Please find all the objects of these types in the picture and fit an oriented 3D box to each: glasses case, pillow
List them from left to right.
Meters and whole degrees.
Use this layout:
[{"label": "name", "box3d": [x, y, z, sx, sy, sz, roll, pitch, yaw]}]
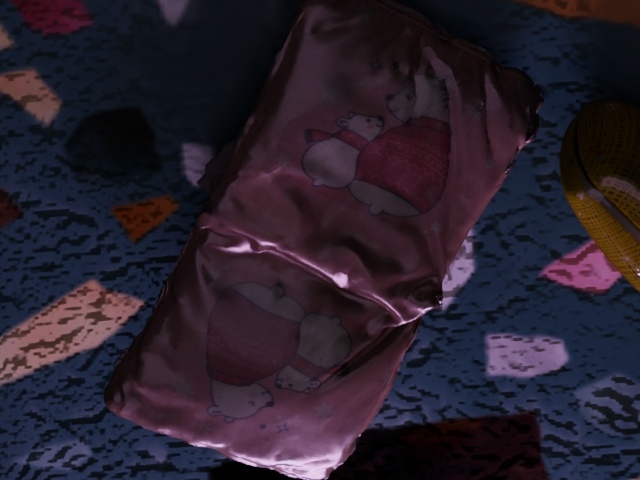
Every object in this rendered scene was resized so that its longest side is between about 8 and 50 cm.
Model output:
[{"label": "pillow", "box3d": [0.000, 0.000, 0.872, 0.135, 0.049, 0.248, 22, 112, -13]}, {"label": "glasses case", "box3d": [0.205, 0.021, 0.866, 0.234, 0.079, 0.064, 39, 121, -20]}]
